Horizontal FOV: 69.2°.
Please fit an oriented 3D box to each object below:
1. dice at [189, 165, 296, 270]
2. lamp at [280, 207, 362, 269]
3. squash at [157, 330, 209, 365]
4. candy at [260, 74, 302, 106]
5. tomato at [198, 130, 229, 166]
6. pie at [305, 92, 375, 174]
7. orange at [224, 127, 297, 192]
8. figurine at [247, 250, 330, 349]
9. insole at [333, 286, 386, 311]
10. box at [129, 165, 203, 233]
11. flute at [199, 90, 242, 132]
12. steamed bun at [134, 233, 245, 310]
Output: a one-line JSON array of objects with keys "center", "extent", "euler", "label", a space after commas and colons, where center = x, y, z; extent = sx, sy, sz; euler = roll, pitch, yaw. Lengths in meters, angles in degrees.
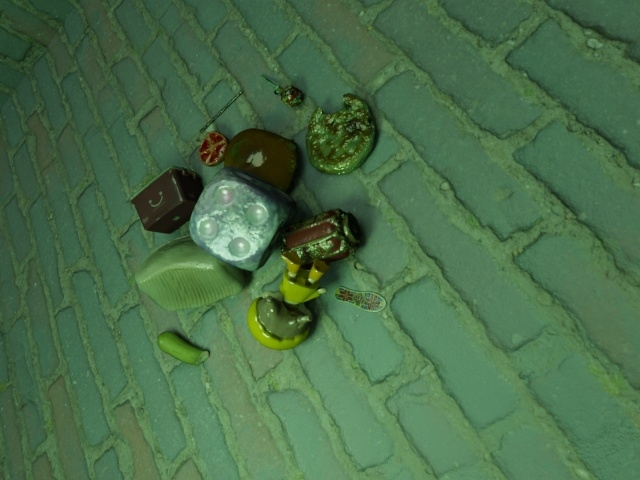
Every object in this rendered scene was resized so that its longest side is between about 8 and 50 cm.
[{"center": [-0.256, -0.076, 1.562], "extent": [0.271, 0.270, 0.270], "euler": [30, 101, 2], "label": "dice"}, {"center": [0.000, 0.000, 1.548], "extent": [0.273, 0.177, 0.177], "euler": [-19, 70, 25], "label": "lamp"}, {"center": [-0.550, 0.427, 1.827], "extent": [0.250, 0.083, 0.083], "euler": [17, 88, 31], "label": "squash"}, {"center": [-0.171, -0.611, 1.848], "extent": [0.287, 0.084, 0.078], "euler": [44, 106, 38], "label": "candy"}, {"center": [-0.438, -0.375, 1.949], "extent": [0.155, 0.069, 0.156], "euler": [-8, 72, 27], "label": "tomato"}, {"center": [0.065, -0.372, 1.649], "extent": [0.302, 0.066, 0.303], "euler": [-8, 74, 28], "label": "pie"}, {"center": [-0.240, -0.290, 1.764], "extent": [0.334, 0.196, 0.263], "euler": [28, 107, 26], "label": "orange"}, {"center": [-0.110, 0.202, 1.512], "extent": [0.214, 0.187, 0.344], "euler": [25, 116, 3], "label": "figurine"}, {"center": [0.126, 0.192, 1.517], "extent": [0.193, 0.006, 0.065], "euler": [12, 85, 32], "label": "insole"}, {"center": [-0.630, -0.160, 1.953], "extent": [0.293, 0.193, 0.168], "euler": [-32, 73, 21], "label": "box"}, {"center": [-0.436, -0.559, 2.023], "extent": [0.269, 0.014, 0.014], "euler": [-38, 62, 18], "label": "flute"}, {"center": [-0.476, 0.098, 1.744], "extent": [0.383, 0.247, 0.236], "euler": [-15, 45, 15], "label": "steamed bun"}]
